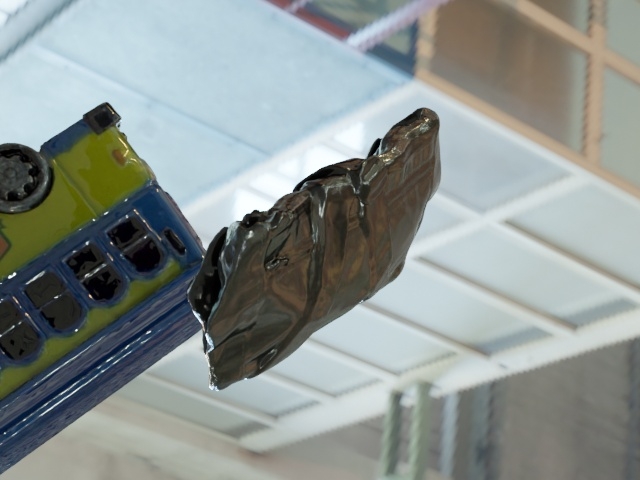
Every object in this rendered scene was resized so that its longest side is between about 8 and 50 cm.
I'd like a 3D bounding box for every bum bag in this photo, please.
[{"bbox_3d":[0.000,0.000,0.660,0.049,0.198,0.087,21,-62,23],"label":"bum bag"}]

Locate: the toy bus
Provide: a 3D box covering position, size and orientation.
[{"bbox_3d":[-0.219,0.051,1.055,0.288,0.175,0.138,-35,167,-20],"label":"toy bus"}]
